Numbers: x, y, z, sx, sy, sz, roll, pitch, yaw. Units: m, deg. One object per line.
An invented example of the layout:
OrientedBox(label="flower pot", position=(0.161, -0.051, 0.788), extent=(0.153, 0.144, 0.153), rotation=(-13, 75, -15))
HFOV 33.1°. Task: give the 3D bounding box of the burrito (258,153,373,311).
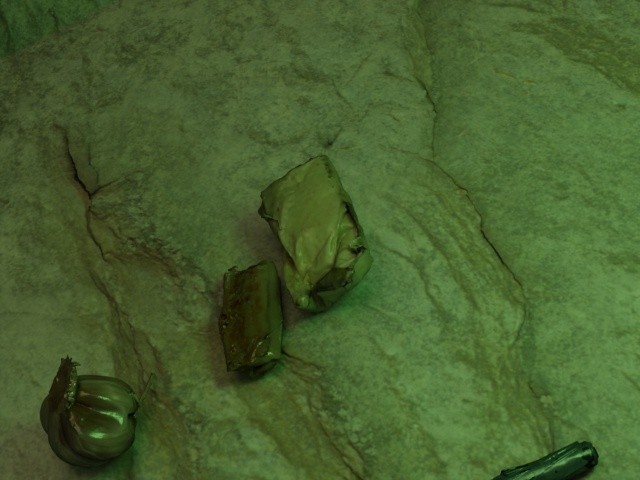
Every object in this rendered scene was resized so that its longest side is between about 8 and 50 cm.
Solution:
OrientedBox(label="burrito", position=(-0.002, 0.002, 2.137), extent=(0.190, 0.135, 0.332), rotation=(-27, 48, 5))

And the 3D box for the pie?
OrientedBox(label="pie", position=(-0.134, 0.145, 2.091), extent=(0.128, 0.068, 0.282), rotation=(-18, 44, 11))

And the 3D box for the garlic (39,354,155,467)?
OrientedBox(label="garlic", position=(-0.408, 0.281, 1.974), extent=(0.207, 0.207, 0.257), rotation=(13, 46, 29))

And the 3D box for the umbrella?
OrientedBox(label="umbrella", position=(0.326, 0.382, 1.726), extent=(0.250, 0.052, 0.053), rotation=(-21, 46, -2))
